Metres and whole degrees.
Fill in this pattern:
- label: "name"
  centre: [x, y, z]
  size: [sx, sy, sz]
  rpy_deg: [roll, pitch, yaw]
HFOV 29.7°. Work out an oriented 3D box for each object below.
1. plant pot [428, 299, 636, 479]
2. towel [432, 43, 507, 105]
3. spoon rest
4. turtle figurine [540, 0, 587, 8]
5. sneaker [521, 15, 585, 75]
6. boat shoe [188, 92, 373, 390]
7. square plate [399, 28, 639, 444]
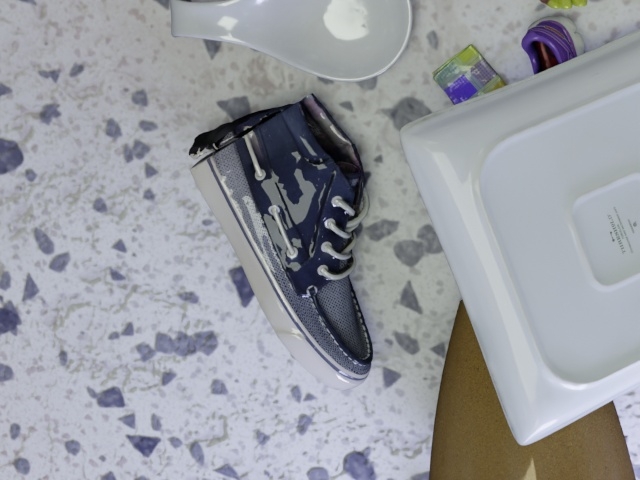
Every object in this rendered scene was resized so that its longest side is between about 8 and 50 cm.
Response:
- label: "plant pot"
  centre: [0.223, 0.186, 1.325]
  size: [0.237, 0.237, 0.254]
  rpy_deg: [-5, 93, 14]
- label: "towel"
  centre: [0.169, -0.166, 1.320]
  size: [0.060, 0.009, 0.083]
  rpy_deg: [-36, 97, 21]
- label: "spoon rest"
  centre: [-0.038, -0.240, 1.304]
  size: [0.277, 0.084, 0.137]
  rpy_deg: [2, 108, 13]
- label: "turtle figurine"
  centre: [0.245, -0.338, 1.156]
  size: [0.087, 0.269, 0.217]
  rpy_deg: [22, 132, 34]
- label: "sneaker"
  centre: [0.257, -0.150, 1.265]
  size: [0.068, 0.071, 0.170]
  rpy_deg: [-25, 98, 47]
- label: "boat shoe"
  centre: [0.000, 0.000, 1.348]
  size: [0.158, 0.127, 0.340]
  rpy_deg: [-28, 99, 27]
- label: "square plate"
  centre: [0.293, -0.015, 1.219]
  size: [0.344, 0.049, 0.347]
  rpy_deg: [-23, 97, -13]
